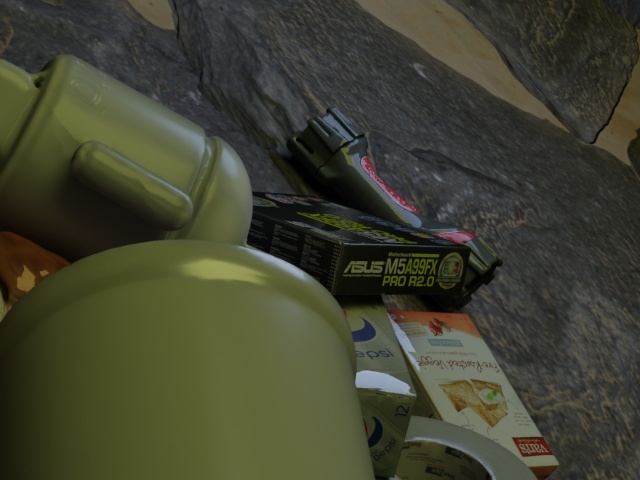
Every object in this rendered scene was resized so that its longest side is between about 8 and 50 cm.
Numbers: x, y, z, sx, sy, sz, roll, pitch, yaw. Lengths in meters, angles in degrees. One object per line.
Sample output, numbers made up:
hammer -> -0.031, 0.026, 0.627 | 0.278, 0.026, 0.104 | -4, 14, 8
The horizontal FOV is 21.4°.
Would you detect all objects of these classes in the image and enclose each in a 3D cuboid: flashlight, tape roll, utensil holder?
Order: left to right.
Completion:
utensil holder -> -0.101, 0.245, 1.362 | 0.328, 0.327, 0.385 | 20, 37, -30
flashlight -> 0.098, -0.046, 2.179 | 0.304, 0.103, 0.103 | 48, 5, 15
tape roll -> 0.114, 0.264, 1.735 | 0.219, 0.072, 0.219 | 12, 22, -5

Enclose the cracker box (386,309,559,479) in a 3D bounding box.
cracker box -> 0.156, 0.189, 1.964 | 0.156, 0.067, 0.232 | 4, 46, -44

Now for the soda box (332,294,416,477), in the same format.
soda box -> 0.027, 0.133, 1.774 | 0.091, 0.098, 0.286 | 9, 21, -10

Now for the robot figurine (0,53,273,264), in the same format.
robot figurine -> -0.218, -0.057, 1.744 | 0.353, 0.199, 0.300 | 29, -2, -18

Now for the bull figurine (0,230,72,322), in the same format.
bull figurine -> -0.214, 0.105, 1.637 | 0.310, 0.101, 0.188 | 28, 35, -18

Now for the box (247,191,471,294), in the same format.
box -> 0.000, 0.000, 1.912 | 0.216, 0.060, 0.270 | 3, 11, -45
